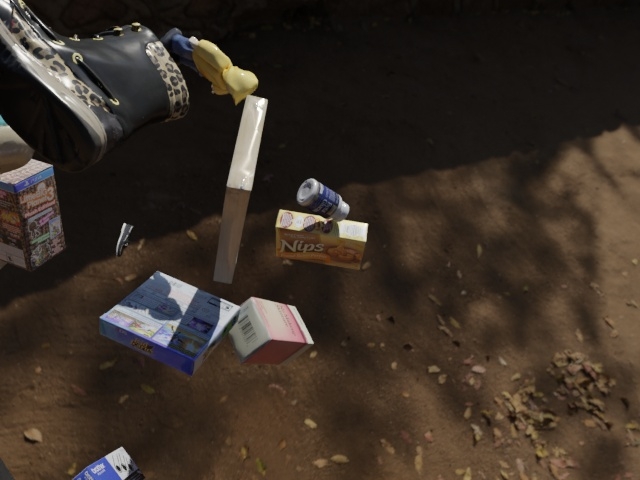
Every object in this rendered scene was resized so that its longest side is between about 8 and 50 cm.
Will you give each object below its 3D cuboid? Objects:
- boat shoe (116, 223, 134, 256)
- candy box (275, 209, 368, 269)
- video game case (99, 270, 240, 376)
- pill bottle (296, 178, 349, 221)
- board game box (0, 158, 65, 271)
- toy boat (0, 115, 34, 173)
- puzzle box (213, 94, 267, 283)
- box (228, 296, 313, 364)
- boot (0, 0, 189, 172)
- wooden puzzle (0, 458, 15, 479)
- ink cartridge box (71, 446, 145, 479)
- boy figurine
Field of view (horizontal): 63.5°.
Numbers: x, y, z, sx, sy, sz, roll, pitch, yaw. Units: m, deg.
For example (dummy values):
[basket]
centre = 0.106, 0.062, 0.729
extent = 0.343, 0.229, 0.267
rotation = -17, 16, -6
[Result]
[boat shoe]
centre = -0.686, 0.001, 1.812
extent = 0.038, 0.046, 0.125
rotation = 12, 65, -13
[candy box]
centre = 0.000, 0.000, 1.841
extent = 0.316, 0.183, 0.088
rotation = 10, 54, 2
[video game case]
centre = -0.386, 0.208, 1.354
extent = 0.269, 0.061, 0.244
rotation = 22, 30, 10
[pill bottle]
centre = 0.012, -0.127, 1.713
extent = 0.169, 0.094, 0.094
rotation = 28, 44, -33
[board game box]
centre = -0.900, -0.093, 1.500
extent = 0.231, 0.291, 0.141
rotation = 18, 33, 12
[toy boat]
centre = -0.807, -0.202, 1.189
extent = 0.267, 0.318, 0.148
rotation = -22, 91, -30
[puzzle box]
centre = -0.198, -0.106, 1.248
extent = 0.052, 0.409, 0.272
rotation = 11, 57, -9
[box]
centre = -0.151, 0.273, 1.534
extent = 0.232, 0.126, 0.149
rotation = 24, 31, -57
[boot]
centre = -0.398, -0.297, 0.804
extent = 0.377, 0.138, 0.284
rotation = 46, 33, -3
[wooden puzzle]
centre = -0.537, 0.390, 0.796
extent = 0.080, 0.347, 0.322
rotation = -33, 95, -32
[ink cartridge box]
centre = -0.468, 0.535, 1.158
extent = 0.046, 0.207, 0.097
rotation = -40, 83, -7
[boy figurine]
centre = -0.277, -0.430, 1.320
extent = 0.285, 0.177, 0.092
rotation = 35, 72, 18
